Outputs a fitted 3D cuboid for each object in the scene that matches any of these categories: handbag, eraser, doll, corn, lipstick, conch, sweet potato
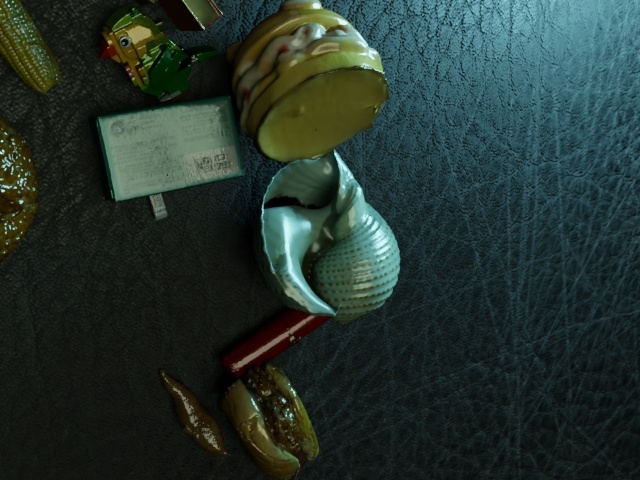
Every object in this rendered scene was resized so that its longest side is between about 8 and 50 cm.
[{"bbox_3d":[-0.259,-0.443,1.426,0.063,0.127,0.190,-44,119,-13],"label":"handbag"},{"bbox_3d":[-0.307,-0.085,1.561,0.027,0.019,0.099,-24,111,-22],"label":"eraser"},{"bbox_3d":[-0.286,-0.322,1.447,0.186,0.106,0.134,31,102,-41],"label":"doll"},{"bbox_3d":[-0.497,-0.341,1.357,0.080,0.080,0.231,-39,118,-13],"label":"corn"},{"bbox_3d":[-0.076,0.187,1.729,0.280,0.073,0.073,-34,117,-15],"label":"lipstick"},{"bbox_3d":[-0.007,0.008,1.640,0.303,0.215,0.319,-10,77,-31],"label":"conch"},{"bbox_3d":[-0.259,0.347,1.688,0.068,0.068,0.226,-38,100,-14],"label":"sweet potato"}]

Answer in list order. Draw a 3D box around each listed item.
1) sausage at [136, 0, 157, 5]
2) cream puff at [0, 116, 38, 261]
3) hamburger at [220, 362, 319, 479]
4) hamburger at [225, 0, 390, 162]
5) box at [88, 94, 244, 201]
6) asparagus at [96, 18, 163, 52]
[{"bbox_3d":[-0.291,-0.409,1.424,0.026,0.116,0.026,-5,106,-20],"label":"sausage"},{"bbox_3d":[-0.585,-0.074,1.309,0.303,0.212,0.303,-5,101,-27],"label":"cream puff"},{"bbox_3d":[-0.092,0.379,1.719,0.155,0.245,0.282,-32,98,-12],"label":"hamburger"},{"bbox_3d":[-0.033,-0.301,1.520,0.276,0.237,0.276,-20,153,-10],"label":"hamburger"},{"bbox_3d":[-0.273,-0.166,1.504,0.245,0.092,0.153,-13,101,-23],"label":"box"},{"bbox_3d":[-0.333,-0.357,1.473,0.127,0.018,0.015,-28,155,-16],"label":"asparagus"}]
